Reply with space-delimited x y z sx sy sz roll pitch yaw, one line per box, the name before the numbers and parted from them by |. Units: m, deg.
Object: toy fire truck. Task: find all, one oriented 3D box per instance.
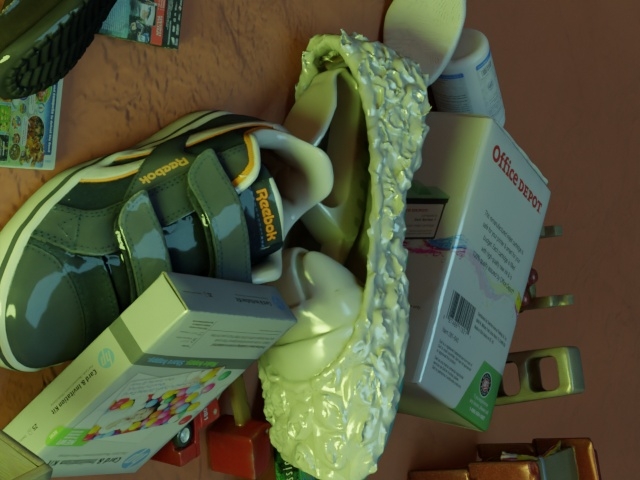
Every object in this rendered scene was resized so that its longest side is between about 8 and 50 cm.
toy fire truck | -0.097 0.119 1.178 0.135 0.047 0.192 -26 119 -56

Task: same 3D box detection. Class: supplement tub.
supplement tub | 0.152 -0.163 1.512 0.071 0.071 0.107 -57 143 -36

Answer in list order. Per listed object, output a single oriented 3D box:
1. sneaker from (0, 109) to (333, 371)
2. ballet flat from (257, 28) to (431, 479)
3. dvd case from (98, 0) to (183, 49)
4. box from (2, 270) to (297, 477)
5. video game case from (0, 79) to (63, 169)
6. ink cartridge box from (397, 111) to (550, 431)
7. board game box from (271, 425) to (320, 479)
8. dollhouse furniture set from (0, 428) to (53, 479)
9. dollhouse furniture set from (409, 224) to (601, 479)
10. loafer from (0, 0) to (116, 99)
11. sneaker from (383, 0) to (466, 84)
sneaker | -0.109 -0.008 1.049 0.321 0.127 0.126 -44 135 -45
ballet flat | 0.000 0.000 1.221 0.147 0.147 0.409 46 46 -54
dvd case | -0.139 -0.191 1.059 0.119 0.013 0.087 -1 98 -61
box | -0.123 0.099 1.025 0.186 0.038 0.145 -42 156 18
video game case | -0.216 -0.092 0.953 0.122 0.011 0.087 0 97 -60
ink cartridge box | 0.123 0.031 1.465 0.201 0.117 0.278 38 65 -57
board game box | 0.003 0.246 1.298 0.136 0.030 0.260 35 43 -55
dollhouse furniture set | -0.276 0.201 0.845 0.212 0.161 0.242 -22 138 -56
dollhouse furniture set | 0.201 0.173 1.651 0.201 0.152 0.374 1 80 -60
loafer | -0.171 -0.182 0.955 0.220 0.078 0.080 -58 179 -34
sneaker | 0.119 -0.246 1.439 0.094 0.080 0.212 36 64 -70
